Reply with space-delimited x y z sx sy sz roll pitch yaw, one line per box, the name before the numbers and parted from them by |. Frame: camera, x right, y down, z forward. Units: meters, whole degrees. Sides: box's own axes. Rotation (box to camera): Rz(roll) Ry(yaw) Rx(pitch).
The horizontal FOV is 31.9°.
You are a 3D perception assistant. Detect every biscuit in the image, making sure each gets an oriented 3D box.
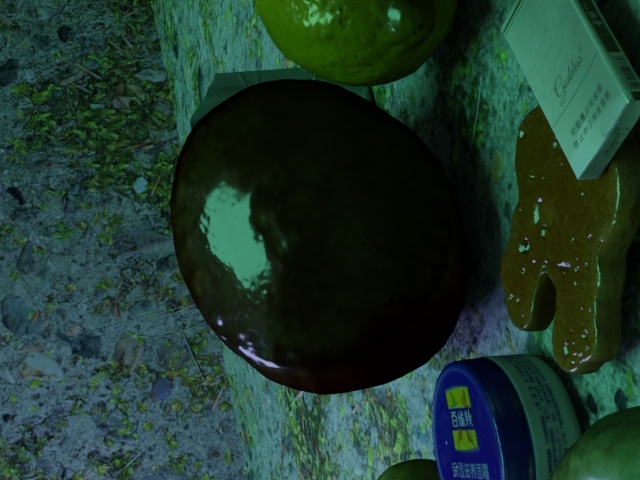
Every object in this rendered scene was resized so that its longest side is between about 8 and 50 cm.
biscuit | 0.253 -0.042 1.106 0.202 0.047 0.334 -137 46 -62

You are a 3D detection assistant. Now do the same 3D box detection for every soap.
soap | -0.060 -0.161 1.664 0.095 0.289 0.173 131 129 -65

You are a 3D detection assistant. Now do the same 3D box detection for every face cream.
face cream | 0.210 0.231 1.258 0.206 0.111 0.206 174 90 -73

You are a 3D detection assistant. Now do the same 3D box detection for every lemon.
lemon | 0.044 -0.310 1.351 0.320 0.245 0.245 -136 41 -54

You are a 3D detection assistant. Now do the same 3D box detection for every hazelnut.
hazelnut | 0.000 0.000 1.426 0.353 0.421 0.421 -57 23 1

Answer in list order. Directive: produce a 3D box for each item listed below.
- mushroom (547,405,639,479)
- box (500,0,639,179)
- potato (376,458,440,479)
mushroom | 0.271 0.286 0.820 0.352 0.260 0.352 -177 90 -68
box | 0.231 -0.165 1.033 0.109 0.029 0.198 112 146 -51
potato | 0.141 0.402 1.446 0.266 0.229 0.229 -95 9 -55
